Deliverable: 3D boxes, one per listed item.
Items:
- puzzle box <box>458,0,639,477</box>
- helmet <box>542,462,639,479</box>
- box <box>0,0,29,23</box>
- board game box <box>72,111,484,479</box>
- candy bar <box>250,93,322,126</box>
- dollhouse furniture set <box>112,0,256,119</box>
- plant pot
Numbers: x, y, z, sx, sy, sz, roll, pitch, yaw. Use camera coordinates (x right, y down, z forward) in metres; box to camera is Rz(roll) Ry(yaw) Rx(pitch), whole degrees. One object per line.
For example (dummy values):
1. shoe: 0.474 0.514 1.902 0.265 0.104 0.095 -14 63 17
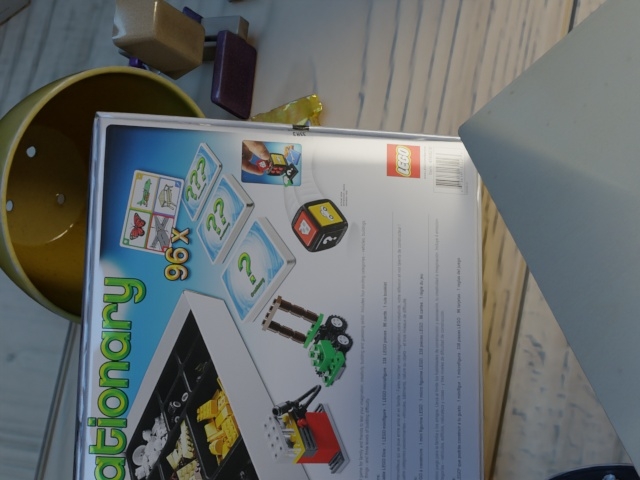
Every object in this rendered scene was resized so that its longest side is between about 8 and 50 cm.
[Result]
1. puzzle box: 0.260 -0.054 0.654 0.409 0.052 0.272 -40 57 26
2. helmet: 0.130 0.183 0.777 0.169 0.161 0.169 -6 73 21
3. box: -0.271 -0.160 1.039 0.130 0.170 0.091 -34 65 9
4. board game box: -0.020 0.095 0.877 0.193 0.053 0.305 4 74 -9
5. candy bar: 0.000 0.000 0.965 0.040 0.018 0.161 -21 67 16
6. dollhouse furniture set: -0.095 -0.121 0.988 0.081 0.114 0.091 -1 77 27
7. plant pot: -0.132 -0.026 0.977 0.095 0.134 0.134 8 77 52
